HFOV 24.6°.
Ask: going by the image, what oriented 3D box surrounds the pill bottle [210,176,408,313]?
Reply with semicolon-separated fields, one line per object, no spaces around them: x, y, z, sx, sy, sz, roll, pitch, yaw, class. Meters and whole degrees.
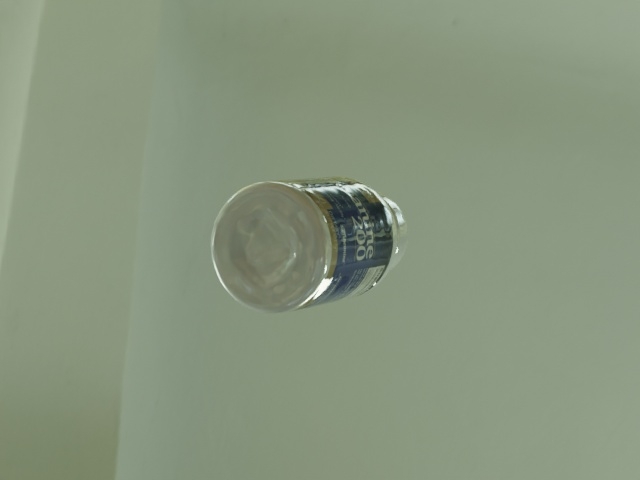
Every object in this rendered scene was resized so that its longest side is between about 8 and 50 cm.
0.000;0.000;0.771;0.067;0.067;0.120;48;-157;16;pill bottle
